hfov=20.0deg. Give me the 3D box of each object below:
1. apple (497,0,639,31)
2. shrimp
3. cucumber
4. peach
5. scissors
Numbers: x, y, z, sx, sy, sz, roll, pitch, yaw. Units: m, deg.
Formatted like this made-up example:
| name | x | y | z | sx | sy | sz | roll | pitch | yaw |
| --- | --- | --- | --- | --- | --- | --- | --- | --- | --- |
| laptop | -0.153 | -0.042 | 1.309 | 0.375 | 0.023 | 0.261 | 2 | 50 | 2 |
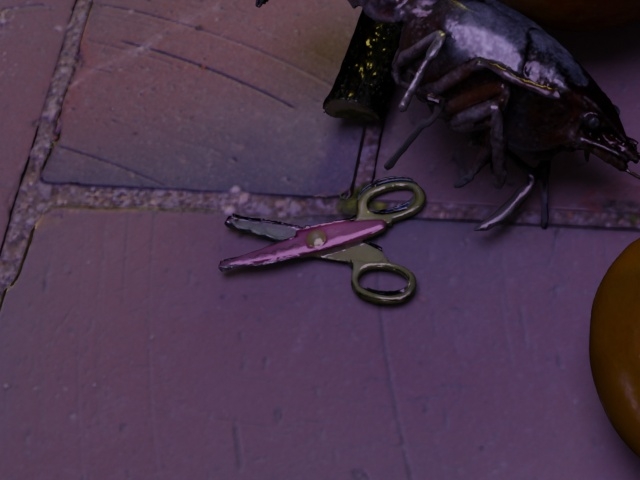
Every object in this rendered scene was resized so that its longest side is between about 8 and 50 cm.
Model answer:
| name | x | y | z | sx | sy | sz | roll | pitch | yaw |
| --- | --- | --- | --- | --- | --- | --- | --- | --- | --- |
| apple | 0.212 | -0.326 | 1.617 | 0.309 | 0.277 | 0.250 | 22 | 65 | 38 |
| shrimp | 0.112 | -0.154 | 1.589 | 0.410 | 0.166 | 0.221 | 45 | 38 | 11 |
| cucumber | 0.058 | -0.204 | 1.720 | 0.052 | 0.058 | 0.214 | -22 | 44 | 52 |
| peach | 0.334 | 0.088 | 1.427 | 0.251 | 0.153 | 0.251 | -11 | 53 | 15 |
| scissors | 0.000 | 0.000 | 1.642 | 0.187 | 0.020 | 0.133 | -2 | 58 | 12 |
